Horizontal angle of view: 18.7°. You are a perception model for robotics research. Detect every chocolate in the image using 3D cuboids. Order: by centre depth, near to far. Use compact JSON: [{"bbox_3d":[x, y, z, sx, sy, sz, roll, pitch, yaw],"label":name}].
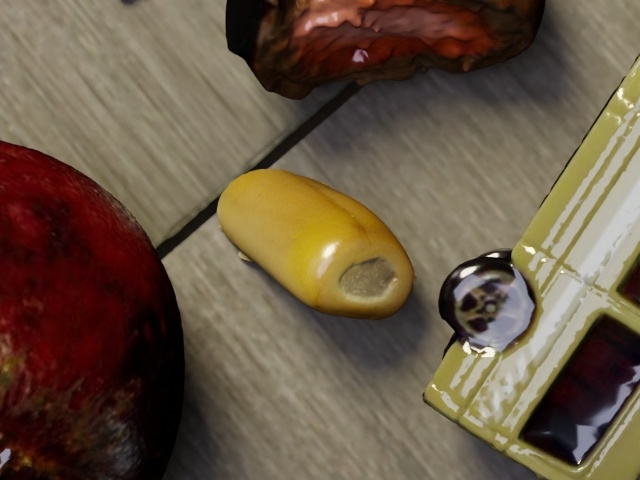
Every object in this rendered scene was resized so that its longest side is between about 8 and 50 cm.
[{"bbox_3d":[0.032,-0.117,0.870,0.133,0.124,0.127,15,90,-20],"label":"chocolate"}]

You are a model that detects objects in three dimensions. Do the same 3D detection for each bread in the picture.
[{"bbox_3d":[0.000,0.000,0.912,0.062,0.103,0.049,9,106,-30],"label":"bread"}]

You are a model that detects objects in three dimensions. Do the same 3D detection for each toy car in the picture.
[{"bbox_3d":[0.150,-0.013,0.848,0.124,0.101,0.257,34,98,6],"label":"toy car"}]

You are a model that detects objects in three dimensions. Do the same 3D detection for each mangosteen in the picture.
[{"bbox_3d":[-0.189,0.049,0.883,0.235,0.235,0.261,-50,37,7],"label":"mangosteen"}]
